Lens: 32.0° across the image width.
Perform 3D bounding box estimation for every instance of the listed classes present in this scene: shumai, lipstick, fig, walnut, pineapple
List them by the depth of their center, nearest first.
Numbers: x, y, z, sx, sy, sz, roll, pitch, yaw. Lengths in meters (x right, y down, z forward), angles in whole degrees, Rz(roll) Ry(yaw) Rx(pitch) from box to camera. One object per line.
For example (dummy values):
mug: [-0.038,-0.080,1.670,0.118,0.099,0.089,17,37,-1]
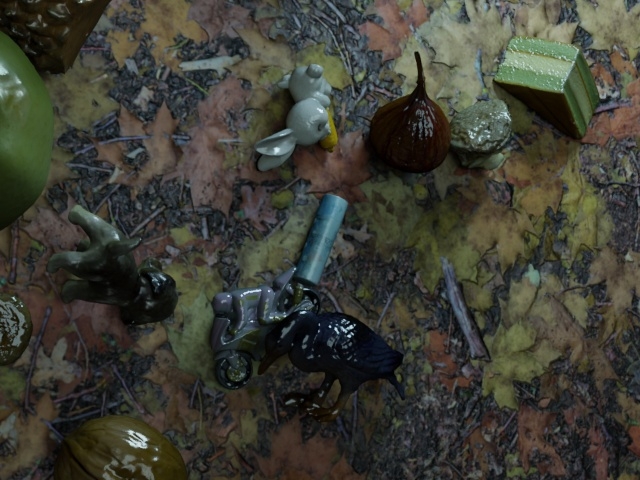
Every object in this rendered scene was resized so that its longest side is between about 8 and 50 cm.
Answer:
pineapple: [-0.494,-0.418,1.671,0.357,0.223,0.223,30,74,-10]
walnut: [-0.303,0.353,1.699,0.207,0.167,0.167,30,74,-17]
lipstick: [0.000,0.000,1.927,0.048,0.048,0.158,26,76,-20]
fig: [0.172,-0.220,1.939,0.146,0.201,0.134,7,40,-15]
shumai: [0.298,-0.182,2.044,0.145,0.145,0.116,-40,120,-22]

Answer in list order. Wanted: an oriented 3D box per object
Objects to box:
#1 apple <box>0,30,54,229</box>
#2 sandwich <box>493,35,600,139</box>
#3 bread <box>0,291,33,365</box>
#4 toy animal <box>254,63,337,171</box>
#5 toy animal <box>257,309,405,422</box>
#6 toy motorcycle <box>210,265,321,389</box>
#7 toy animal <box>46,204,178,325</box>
apple: [-0.543,-0.159,1.552,0.357,0.357,0.357,2,84,-24]
sandwich: [0.445,-0.295,2.172,0.117,0.144,0.187,-62,145,-16]
bread: [-0.481,0.139,1.692,0.082,0.060,0.113,28,77,-19]
toy animal: [-0.037,-0.199,1.919,0.127,0.131,0.182,7,73,9]
toy animal: [0.026,0.206,1.857,0.298,0.122,0.186,7,102,-31]
toy motorcycle: [-0.110,0.131,1.850,0.225,0.073,0.152,-42,110,-13]
toy animal: [-0.318,0.045,1.721,0.168,0.233,0.121,11,65,17]
